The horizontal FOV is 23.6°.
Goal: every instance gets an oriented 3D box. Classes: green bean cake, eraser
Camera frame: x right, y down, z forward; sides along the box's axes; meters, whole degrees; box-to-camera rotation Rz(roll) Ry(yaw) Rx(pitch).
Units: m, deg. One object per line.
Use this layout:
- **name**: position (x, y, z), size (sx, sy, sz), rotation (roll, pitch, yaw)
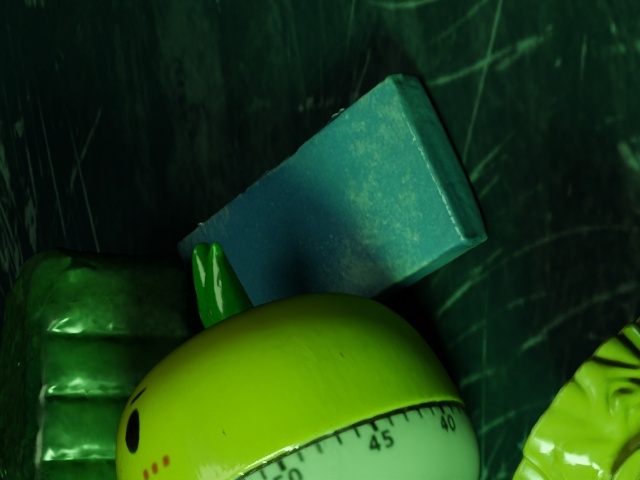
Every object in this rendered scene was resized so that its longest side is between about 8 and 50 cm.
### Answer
- **green bean cake**: position (-0.206, 0.174, 1.359), size (0.300, 0.169, 0.308), rotation (157, 115, -66)
- **eraser**: position (0.000, 0.000, 1.230), size (0.312, 0.043, 0.144), rotation (-36, 72, 45)

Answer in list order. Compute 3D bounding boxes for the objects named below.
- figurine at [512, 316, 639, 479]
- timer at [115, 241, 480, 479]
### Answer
- **figurine**: position (0.285, 0.190, 0.886), size (0.315, 0.168, 0.187), rotation (35, 165, 28)
- **timer**: position (-0.037, 0.122, 1.138), size (0.285, 0.285, 0.285), rotation (12, 106, 45)
